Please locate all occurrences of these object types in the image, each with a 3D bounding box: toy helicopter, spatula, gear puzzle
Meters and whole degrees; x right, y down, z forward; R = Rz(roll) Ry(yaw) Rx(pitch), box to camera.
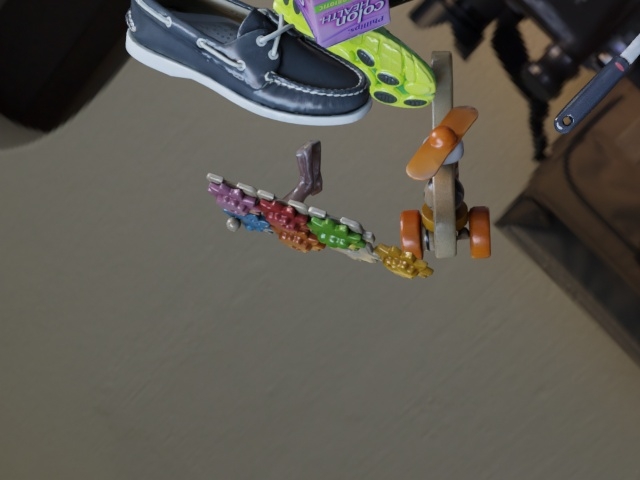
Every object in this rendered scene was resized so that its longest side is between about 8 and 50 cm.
[{"bbox_3d":[0.188,-0.148,1.716,0.235,0.140,0.355,66,-156,-65],"label":"toy helicopter"},{"bbox_3d":[0.413,-0.253,1.448,0.084,0.296,0.030,44,177,-5],"label":"spatula"},{"bbox_3d":[0.000,0.000,1.550,0.338,0.044,0.175,19,166,18],"label":"gear puzzle"}]

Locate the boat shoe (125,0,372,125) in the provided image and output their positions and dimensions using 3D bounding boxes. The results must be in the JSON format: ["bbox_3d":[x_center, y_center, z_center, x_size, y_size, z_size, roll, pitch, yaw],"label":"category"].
[{"bbox_3d":[-0.082,-0.214,1.213,0.302,0.091,0.114,18,-138,11],"label":"boat shoe"}]

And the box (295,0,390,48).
[{"bbox_3d":[-0.002,-0.439,1.559,0.243,0.117,0.214,74,172,-62],"label":"box"}]

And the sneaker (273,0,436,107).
[{"bbox_3d":[0.068,-0.320,1.704,0.295,0.109,0.123,37,-131,10],"label":"sneaker"}]

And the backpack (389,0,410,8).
[{"bbox_3d":[0.043,-0.572,1.948,0.290,0.273,0.356,-108,-3,-79],"label":"backpack"}]

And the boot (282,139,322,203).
[{"bbox_3d":[-0.038,-0.118,1.955,0.037,0.114,0.106,33,-126,31],"label":"boot"}]
